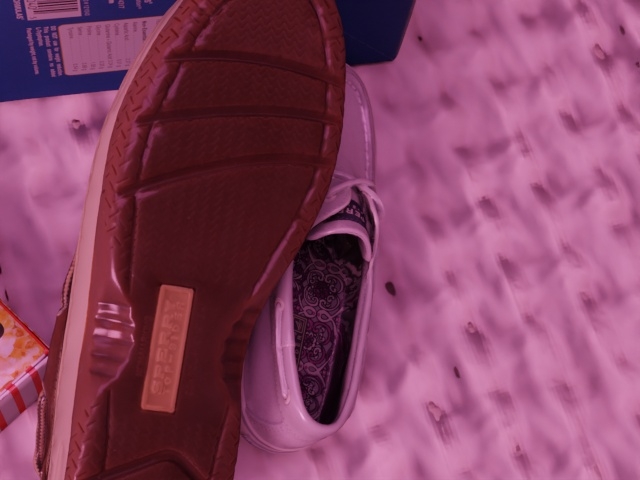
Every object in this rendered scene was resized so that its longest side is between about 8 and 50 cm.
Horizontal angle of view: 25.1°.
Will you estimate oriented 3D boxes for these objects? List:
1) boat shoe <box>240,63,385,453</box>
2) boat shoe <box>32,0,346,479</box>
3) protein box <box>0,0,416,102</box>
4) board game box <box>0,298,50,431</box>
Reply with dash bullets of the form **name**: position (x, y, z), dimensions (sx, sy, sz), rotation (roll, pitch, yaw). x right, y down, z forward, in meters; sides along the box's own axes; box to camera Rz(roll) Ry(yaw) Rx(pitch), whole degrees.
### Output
- **boat shoe**: position (0.000, 0.000, 0.630), dimensions (0.066, 0.063, 0.184), rotation (24, 68, -26)
- **boat shoe**: position (-0.066, 0.006, 0.592), dimensions (0.095, 0.095, 0.257), rotation (19, 87, -24)
- **protein box**: position (-0.060, -0.169, 0.624), dimensions (0.201, 0.200, 0.136), rotation (-7, 72, -8)
- **board game box**: position (-0.231, 0.036, 0.616), dimensions (0.193, 0.045, 0.147), rotation (44, 72, 10)
